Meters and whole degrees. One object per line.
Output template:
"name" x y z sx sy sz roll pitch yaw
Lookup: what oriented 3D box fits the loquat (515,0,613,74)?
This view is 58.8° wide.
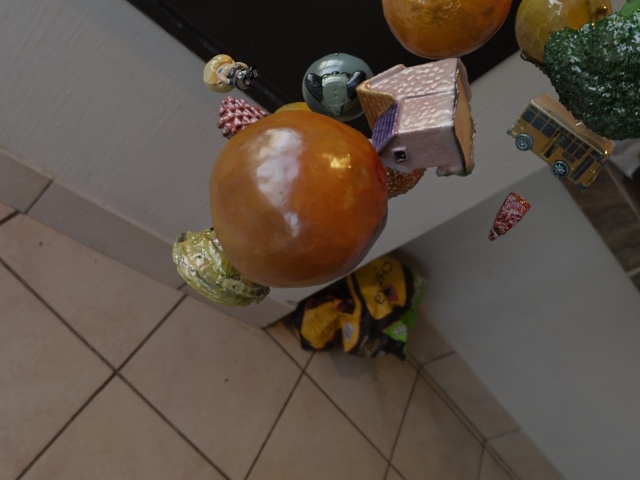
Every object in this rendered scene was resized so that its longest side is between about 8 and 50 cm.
"loquat" 0.591 -0.527 1.398 0.244 0.244 0.243 29 45 -34

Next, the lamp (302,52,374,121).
"lamp" 0.046 -0.399 1.489 0.197 0.198 0.244 52 14 -9

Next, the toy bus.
"toy bus" 0.462 -0.190 1.078 0.182 0.103 0.091 43 42 16

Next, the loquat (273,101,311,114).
"loquat" -0.070 -0.328 1.783 0.208 0.208 0.208 29 45 -34

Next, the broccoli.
"broccoli" 0.495 -0.293 0.854 0.298 0.298 0.297 16 97 -43

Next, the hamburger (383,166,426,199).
"hamburger" 0.201 -0.209 1.533 0.147 0.237 0.237 47 34 14

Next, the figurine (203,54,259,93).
"figurine" -0.259 -0.476 1.637 0.108 0.196 0.114 40 79 -39

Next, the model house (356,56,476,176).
"model house" 0.210 -0.248 1.271 0.202 0.238 0.236 57 37 -49

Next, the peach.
"peach" -0.026 -0.073 1.042 0.343 0.302 0.342 -2 90 -75

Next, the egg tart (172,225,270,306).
"egg tart" -0.291 0.058 1.759 0.352 0.150 0.352 31 20 -13

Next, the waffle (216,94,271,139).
"waffle" -0.174 -0.303 1.547 0.234 0.055 0.221 27 34 -23

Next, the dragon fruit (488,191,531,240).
"dragon fruit" 0.503 -0.051 1.517 0.063 0.131 0.097 35 -2 30

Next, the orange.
"orange" 0.289 -0.579 1.313 0.312 0.312 0.312 29 45 -34
